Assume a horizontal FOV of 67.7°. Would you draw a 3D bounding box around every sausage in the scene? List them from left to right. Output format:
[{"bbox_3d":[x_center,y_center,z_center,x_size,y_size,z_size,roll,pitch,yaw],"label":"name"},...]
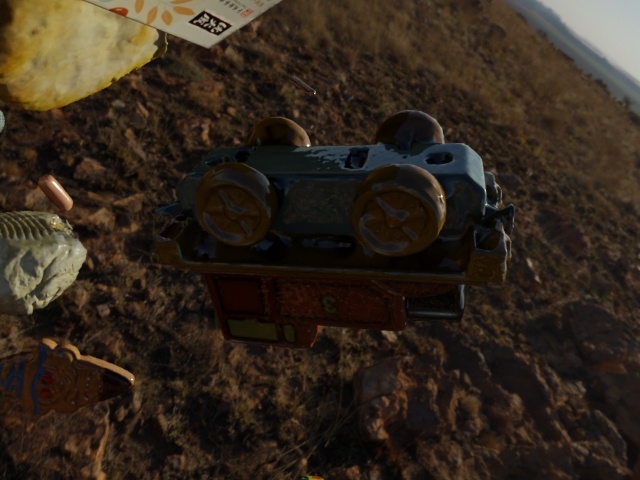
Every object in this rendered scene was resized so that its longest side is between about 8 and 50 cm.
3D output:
[{"bbox_3d":[-0.523,-0.093,0.944,0.034,0.083,0.034,-8,48,9],"label":"sausage"},{"bbox_3d":[-0.037,-0.315,0.971,0.015,0.015,0.100,3,33,-39],"label":"sausage"}]

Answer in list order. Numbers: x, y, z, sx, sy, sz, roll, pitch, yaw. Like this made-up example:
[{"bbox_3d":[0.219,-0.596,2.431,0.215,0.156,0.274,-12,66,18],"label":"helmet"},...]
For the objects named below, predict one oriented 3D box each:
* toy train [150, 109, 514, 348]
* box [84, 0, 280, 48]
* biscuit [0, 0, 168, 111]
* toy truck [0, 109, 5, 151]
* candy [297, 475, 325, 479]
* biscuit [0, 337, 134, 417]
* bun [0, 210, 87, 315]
[{"bbox_3d":[0.000,0.000,0.497,0.369,0.231,0.163,2,34,14],"label":"toy train"},{"bbox_3d":[-0.104,-0.370,0.469,0.122,0.344,0.385,65,21,-1],"label":"box"},{"bbox_3d":[-0.490,-0.439,0.965,0.446,0.429,0.104,-42,91,-19],"label":"biscuit"},{"bbox_3d":[-0.614,-0.117,0.746,0.157,0.272,0.124,12,2,22],"label":"toy truck"},{"bbox_3d":[0.020,0.514,0.744,0.083,0.091,0.305,-17,38,-11],"label":"candy"},{"bbox_3d":[-0.514,0.276,0.938,0.280,0.183,0.043,8,24,-8],"label":"biscuit"},{"bbox_3d":[-0.683,0.059,1.072,0.282,0.204,0.281,6,15,-2],"label":"bun"}]
